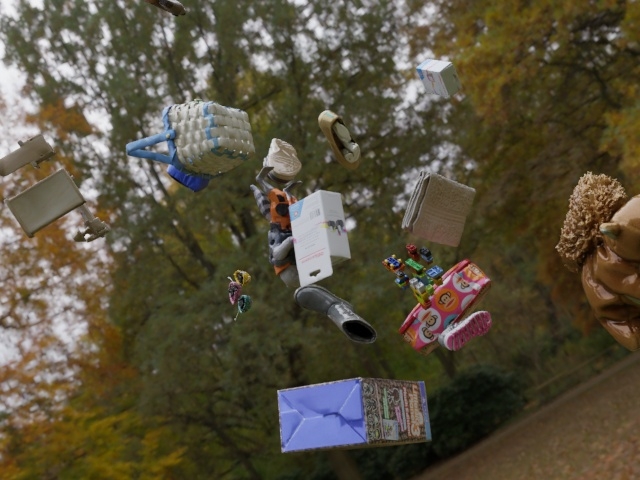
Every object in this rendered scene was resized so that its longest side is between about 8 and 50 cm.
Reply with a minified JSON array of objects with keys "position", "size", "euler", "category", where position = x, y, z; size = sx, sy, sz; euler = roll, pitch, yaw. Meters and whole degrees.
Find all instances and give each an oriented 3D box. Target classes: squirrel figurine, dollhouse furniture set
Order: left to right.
[{"position":[-0.749,-0.108,2.215],"size":[0.174,0.303,0.355],"euler":[-33,5,-10],"category":"dollhouse furniture set"},{"position":[0.745,0.005,1.989],"size":[0.281,0.397,0.370],"euler":[-38,-38,-6],"category":"squirrel figurine"}]

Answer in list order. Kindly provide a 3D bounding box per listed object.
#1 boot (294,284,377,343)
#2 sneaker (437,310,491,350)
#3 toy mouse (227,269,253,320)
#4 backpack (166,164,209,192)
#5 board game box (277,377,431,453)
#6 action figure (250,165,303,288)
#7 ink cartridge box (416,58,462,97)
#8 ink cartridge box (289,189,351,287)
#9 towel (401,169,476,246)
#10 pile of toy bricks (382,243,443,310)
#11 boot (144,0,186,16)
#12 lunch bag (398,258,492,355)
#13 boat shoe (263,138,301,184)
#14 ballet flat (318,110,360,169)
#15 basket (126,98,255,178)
[{"position":[0.035,0.189,2.022],"size":[0.208,0.190,0.076],"euler":[-117,46,-71],"category":"boot"},{"position":[0.366,0.228,2.047],"size":[0.170,0.063,0.075],"euler":[-28,13,-29],"category":"sneaker"},{"position":[-0.215,0.150,2.161],"size":[0.031,0.143,0.161],"euler":[-2,11,-29],"category":"toy mouse"},{"position":[-0.388,-0.215,2.377],"size":[0.101,0.120,0.098],"euler":[-63,-5,13],"category":"backpack"},{"position":[0.081,0.404,1.830],"size":[0.232,0.141,0.291],"euler":[-15,-19,31],"category":"board game box"},{"position":[-0.088,-0.017,2.304],"size":[0.179,0.330,0.341],"euler":[-12,-16,10],"category":"action figure"},{"position":[0.341,-0.466,2.285],"size":[0.052,0.088,0.122],"euler":[-38,29,-14],"category":"ink cartridge box"},{"position":[0.000,0.000,1.643],"size":[0.062,0.181,0.104],"euler":[7,-23,-41],"category":"ink cartridge box"},{"position":[0.346,-0.088,2.281],"size":[0.282,0.049,0.187],"euler":[12,-81,-49],"category":"towel"},{"position":[0.252,0.100,2.012],"size":[0.118,0.105,0.212],"euler":[-30,29,-11],"category":"pile of toy bricks"},{"position":[-0.378,-0.571,1.899],"size":[0.042,0.118,0.087],"euler":[-58,-16,9],"category":"boot"},{"position":[0.363,0.198,2.266],"size":[0.293,0.120,0.258],"euler":[-46,-18,1],"category":"lunch bag"},{"position":[-0.121,-0.218,2.368],"size":[0.103,0.285,0.092],"euler":[18,-67,-14],"category":"boat shoe"},{"position":[0.070,-0.285,2.351],"size":[0.080,0.073,0.232],"euler":[-52,-49,-14],"category":"ballet flat"},{"position":[-0.340,-0.263,2.146],"size":[0.289,0.201,0.255],"euler":[-19,-9,24],"category":"basket"}]
